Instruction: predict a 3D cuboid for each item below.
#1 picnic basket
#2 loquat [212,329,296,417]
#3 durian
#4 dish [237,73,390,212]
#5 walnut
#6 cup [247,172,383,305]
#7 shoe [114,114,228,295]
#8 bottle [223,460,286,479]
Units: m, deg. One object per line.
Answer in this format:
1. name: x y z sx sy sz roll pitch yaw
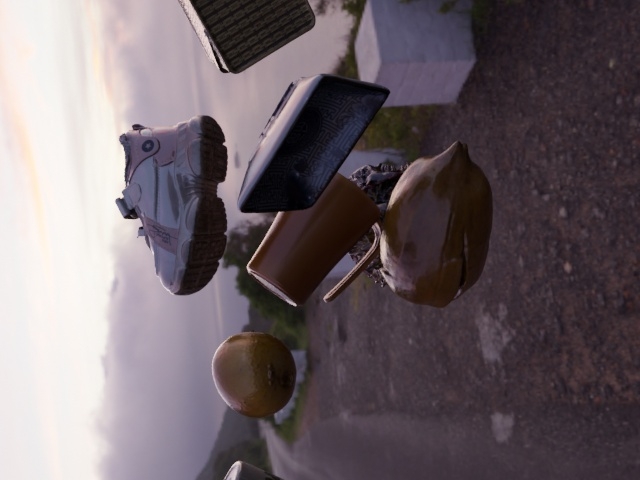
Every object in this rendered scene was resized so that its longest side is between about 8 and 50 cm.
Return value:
1. picnic basket: -0.090 -0.264 0.687 0.164 0.115 0.079 60 171 -30
2. loquat: -0.105 0.212 1.081 0.141 0.141 0.141 174 90 -80
3. durian: 0.204 -0.046 1.613 0.384 0.347 0.348 -88 0 -54
4. dish: -0.028 -0.155 1.002 0.080 0.182 0.243 49 120 23
5. walnut: 0.214 -0.031 1.218 0.209 0.208 0.336 -109 21 -53
6. cup: 0.000 0.000 1.301 0.264 0.226 0.182 -55 19 -11
7. shoe: -0.294 -0.069 1.317 0.172 0.198 0.351 34 -121 -74
8. bottle: -0.067 0.520 1.272 0.120 0.253 0.120 -61 9 17
